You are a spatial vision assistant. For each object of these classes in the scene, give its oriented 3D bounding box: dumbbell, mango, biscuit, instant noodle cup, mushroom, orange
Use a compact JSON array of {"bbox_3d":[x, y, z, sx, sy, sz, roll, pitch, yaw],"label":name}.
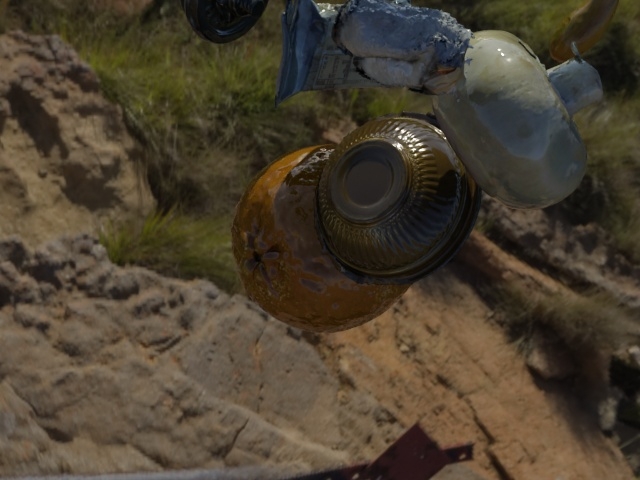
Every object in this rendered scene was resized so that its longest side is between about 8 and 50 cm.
[{"bbox_3d":[-0.242,-0.463,1.435,0.406,0.179,0.179,36,59,25],"label":"dumbbell"},{"bbox_3d":[0.550,-0.448,1.830,0.098,0.190,0.075,9,34,-51],"label":"mango"},{"bbox_3d":[0.042,-0.323,1.448,0.309,0.186,0.079,-15,36,-44],"label":"biscuit"},{"bbox_3d":[0.087,-0.075,1.258,0.274,0.091,0.274,-9,71,28],"label":"instant noodle cup"},{"bbox_3d":[0.253,-0.162,1.107,0.202,0.246,0.246,-30,66,19],"label":"mushroom"},{"bbox_3d":[0.000,0.000,1.545,0.293,0.340,0.340,-19,67,-40],"label":"orange"}]

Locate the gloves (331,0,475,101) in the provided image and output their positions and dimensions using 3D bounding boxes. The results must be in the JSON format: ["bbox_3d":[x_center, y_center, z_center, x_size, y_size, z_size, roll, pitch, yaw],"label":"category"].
[{"bbox_3d":[0.087,-0.209,0.947,0.153,0.114,0.070,15,72,10],"label":"gloves"}]
